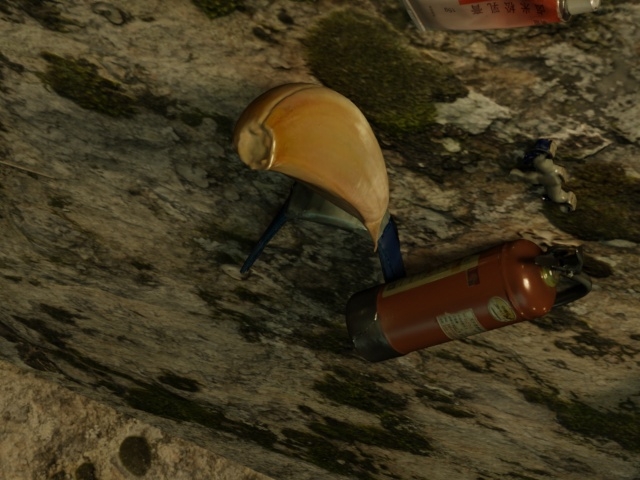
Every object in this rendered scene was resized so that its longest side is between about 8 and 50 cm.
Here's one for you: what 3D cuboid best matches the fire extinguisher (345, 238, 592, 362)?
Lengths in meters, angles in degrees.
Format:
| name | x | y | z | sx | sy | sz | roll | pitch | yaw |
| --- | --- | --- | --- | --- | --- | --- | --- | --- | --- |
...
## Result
| name | x | y | z | sx | sy | sz | roll | pitch | yaw |
| --- | --- | --- | --- | --- | --- | --- | --- | --- | --- |
| fire extinguisher | 0.234 | 0.074 | 1.550 | 0.376 | 0.113 | 0.200 | -20 | 175 | 32 |

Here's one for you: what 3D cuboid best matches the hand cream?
| name | x | y | z | sx | sy | sz | roll | pitch | yaw |
| --- | --- | --- | --- | --- | --- | --- | --- | --- | --- |
| hand cream | 0.184 | -0.246 | 1.122 | 0.216 | 0.038 | 0.052 | 3 | 120 | 34 |

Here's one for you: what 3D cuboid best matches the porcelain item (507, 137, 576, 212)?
| name | x | y | z | sx | sy | sz | roll | pitch | yaw |
| --- | --- | --- | --- | --- | --- | --- | --- | --- | --- |
| porcelain item | 0.272 | -0.081 | 1.355 | 0.075 | 0.021 | 0.136 | 2 | 146 | 29 |

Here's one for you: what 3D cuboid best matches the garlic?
| name | x | y | z | sx | sy | sz | roll | pitch | yaw |
| --- | --- | --- | --- | --- | --- | --- | --- | --- | --- |
| garlic | -0.005 | -0.102 | 1.346 | 0.145 | 0.164 | 0.245 | -30 | 132 | 33 |

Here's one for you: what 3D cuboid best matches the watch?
| name | x | y | z | sx | sy | sz | roll | pitch | yaw |
| --- | --- | --- | --- | --- | --- | --- | --- | --- | --- |
| watch | -0.012 | -0.005 | 1.628 | 0.276 | 0.068 | 0.274 | 11 | 155 | 15 |
